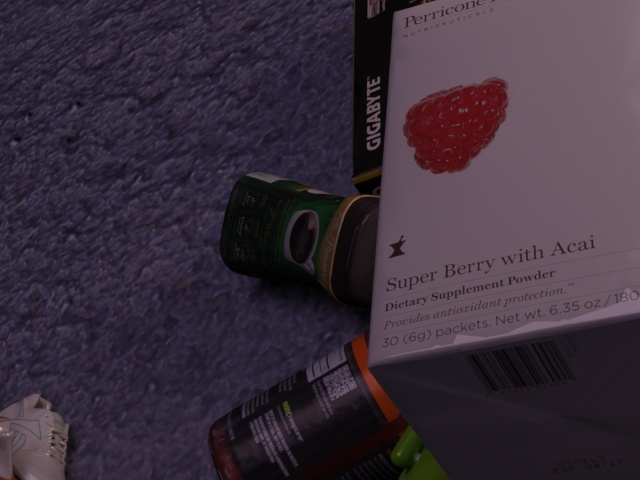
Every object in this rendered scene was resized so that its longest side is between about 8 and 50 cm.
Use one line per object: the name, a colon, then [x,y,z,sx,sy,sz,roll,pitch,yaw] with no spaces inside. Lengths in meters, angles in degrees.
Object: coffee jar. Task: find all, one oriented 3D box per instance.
coffee jar: [0.000,0.000,1.144,0.184,0.079,0.096,15,93,45]

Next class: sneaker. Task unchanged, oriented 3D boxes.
sneaker: [-0.252,0.184,1.184,0.061,0.054,0.152,-40,38,-8]

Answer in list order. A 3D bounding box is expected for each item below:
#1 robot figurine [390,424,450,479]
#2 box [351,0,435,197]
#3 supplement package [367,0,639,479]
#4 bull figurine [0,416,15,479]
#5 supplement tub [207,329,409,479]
robot figurine: [0.097,0.165,0.908,0.115,0.101,0.067,-50,5,31]
box: [0.156,-0.183,1.224,0.257,0.079,0.322,-18,43,20]
supplement package: [0.147,-0.012,0.833,0.177,0.175,0.293,-13,47,22]
bull figurine: [-0.389,0.241,1.167,0.310,0.101,0.189,2,90,29]
supplement tub: [0.023,0.135,0.984,0.198,0.106,0.106,-30,39,8]
